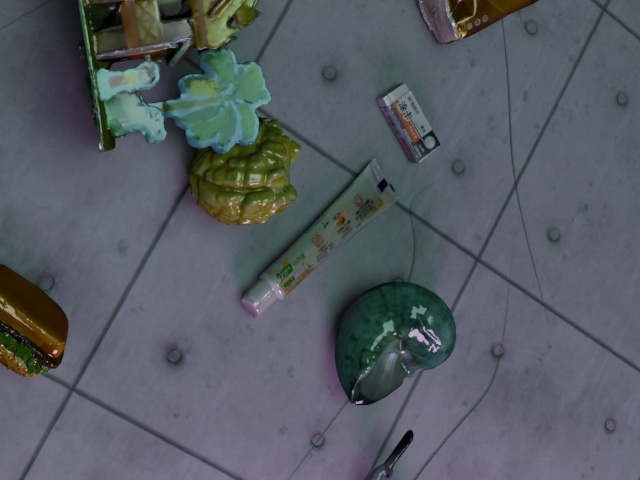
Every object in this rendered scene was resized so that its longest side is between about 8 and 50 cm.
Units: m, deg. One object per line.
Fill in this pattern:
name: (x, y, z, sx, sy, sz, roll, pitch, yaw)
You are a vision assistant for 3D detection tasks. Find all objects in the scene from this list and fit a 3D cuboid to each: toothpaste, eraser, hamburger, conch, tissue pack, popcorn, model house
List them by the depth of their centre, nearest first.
model house: (-0.176, -0.292, 1.754, 0.312, 0.242, 0.358, -8, 94, -2)
hamburger: (-0.421, 0.114, 1.767, 0.087, 0.137, 0.166, -42, 110, 14)
popcorn: (-0.107, -0.104, 1.895, 0.173, 0.173, 0.142, -46, 120, -18)
toothpaste: (0.000, 0.000, 2.008, 0.056, 0.058, 0.314, 37, 65, 23)
conch: (0.119, 0.149, 2.029, 0.202, 0.134, 0.196, -3, 133, -31)
eraser: (0.141, -0.187, 2.081, 0.052, 0.029, 0.122, -36, 107, -21)
tissue pack: (0.256, -0.440, 2.097, 0.226, 0.092, 0.183, -30, 103, -24)

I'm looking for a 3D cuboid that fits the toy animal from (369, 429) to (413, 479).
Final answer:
toy animal: (0.109, 0.479, 2.053, 0.195, 0.090, 0.324, -32, 114, -28)
